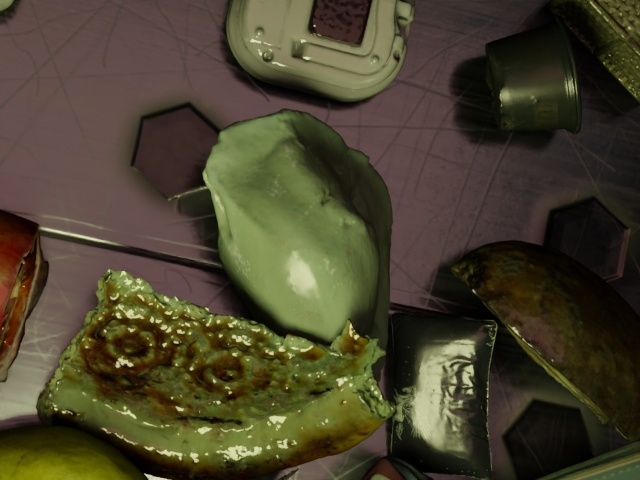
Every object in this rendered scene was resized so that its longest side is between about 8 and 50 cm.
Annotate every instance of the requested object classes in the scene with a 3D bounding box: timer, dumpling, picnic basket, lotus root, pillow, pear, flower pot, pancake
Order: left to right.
[{"bbox_3d":[-0.328,0.339,1.681,0.307,0.253,0.253,3,84,24],"label":"pear"},{"bbox_3d":[-0.125,0.186,1.731,0.426,0.305,0.067,13,39,-2],"label":"pancake"},{"bbox_3d":[-0.027,0.008,1.789,0.211,0.321,0.270,1,43,7],"label":"dumpling"},{"bbox_3d":[0.008,-0.320,1.876,0.237,0.087,0.262,13,84,-10],"label":"timer"},{"bbox_3d":[0.154,0.199,1.861,0.141,0.055,0.208,3,95,16],"label":"pillow"},{"bbox_3d":[0.272,-0.209,1.891,0.106,0.157,0.157,-8,87,2],"label":"flower pot"},{"bbox_3d":[0.325,0.106,1.864,0.314,0.210,0.142,42,91,-18],"label":"lotus root"},{"bbox_3d":[0.432,-0.307,1.930,0.196,0.134,0.154,45,83,-4],"label":"picnic basket"}]

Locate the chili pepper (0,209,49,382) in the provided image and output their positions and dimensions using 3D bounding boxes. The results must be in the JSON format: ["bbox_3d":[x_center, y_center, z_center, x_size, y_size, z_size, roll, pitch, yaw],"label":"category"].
[{"bbox_3d":[-0.493,0.064,1.709,0.305,0.229,0.251,10,87,1],"label":"chili pepper"}]

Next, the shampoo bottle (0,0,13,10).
[{"bbox_3d":[-0.386,-0.384,1.815,0.074,0.074,0.192,23,82,-8],"label":"shampoo bottle"}]

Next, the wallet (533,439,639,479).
[{"bbox_3d":[0.366,0.441,1.851,0.252,0.083,0.360,-18,106,0],"label":"wallet"}]

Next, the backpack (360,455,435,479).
[{"bbox_3d":[0.127,0.455,1.777,0.317,0.197,0.283,35,78,4],"label":"backpack"}]

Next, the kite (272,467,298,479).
[{"bbox_3d":[-0.118,0.335,1.670,0.204,0.360,0.022,-43,83,0],"label":"kite"}]
